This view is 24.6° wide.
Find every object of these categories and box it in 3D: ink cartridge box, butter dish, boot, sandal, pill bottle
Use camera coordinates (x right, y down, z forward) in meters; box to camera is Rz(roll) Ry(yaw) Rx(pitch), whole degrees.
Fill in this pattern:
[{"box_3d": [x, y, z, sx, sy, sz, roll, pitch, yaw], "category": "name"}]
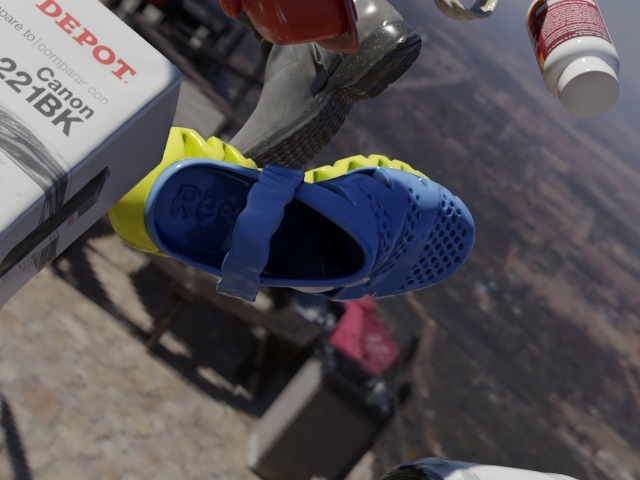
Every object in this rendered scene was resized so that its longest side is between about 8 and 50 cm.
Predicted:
[{"box_3d": [-0.245, -0.057, 0.875, 0.197, 0.273, 0.114, 40, -31, 7], "category": "ink cartridge box"}, {"box_3d": [-0.043, -0.250, 1.442, 0.160, 0.118, 0.160, -143, -144, -70], "category": "butter dish"}, {"box_3d": [-0.054, -0.228, 1.904, 0.223, 0.338, 0.118, 51, 1, 18], "category": "boot"}, {"box_3d": [0.000, 0.000, 1.125, 0.317, 0.126, 0.138, 3, 20, -36], "category": "sandal"}, {"box_3d": [0.282, -0.208, 1.629, 0.086, 0.086, 0.152, 31, 33, -30], "category": "pill bottle"}]

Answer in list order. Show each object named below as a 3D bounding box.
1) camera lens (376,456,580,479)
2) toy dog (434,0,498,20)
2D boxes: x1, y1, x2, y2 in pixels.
[{"box_3d": [0.175, 0.334, 1.453, 0.274, 0.219, 0.219, 13, 25, -34], "category": "camera lens"}, {"box_3d": [0.217, -0.423, 1.656, 0.220, 0.334, 0.161, 48, -33, -10], "category": "toy dog"}]
